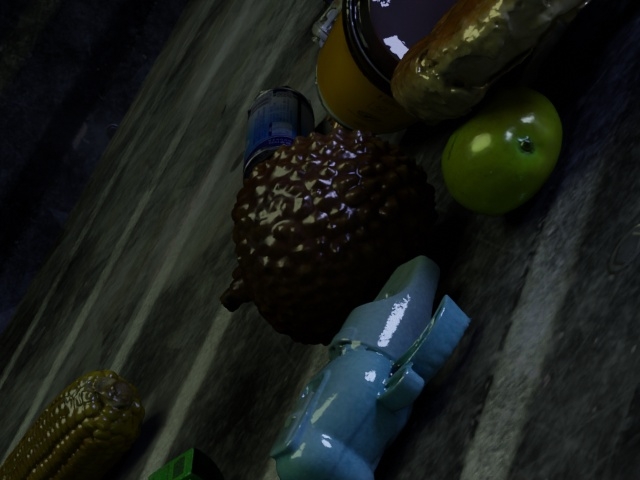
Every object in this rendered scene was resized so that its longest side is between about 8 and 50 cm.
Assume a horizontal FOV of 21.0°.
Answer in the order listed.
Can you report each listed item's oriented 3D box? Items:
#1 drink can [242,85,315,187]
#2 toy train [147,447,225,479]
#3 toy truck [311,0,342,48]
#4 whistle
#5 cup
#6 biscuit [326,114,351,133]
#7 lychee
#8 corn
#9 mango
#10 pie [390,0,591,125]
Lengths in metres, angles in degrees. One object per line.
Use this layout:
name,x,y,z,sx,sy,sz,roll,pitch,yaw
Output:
drink can,-0.053,-0.122,2.272,0.097,0.097,0.235,-50,16,18
toy train,-0.155,0.314,1.691,0.119,0.085,0.251,-34,25,17
toy truck,0.059,-0.292,2.134,0.177,0.161,0.213,-49,15,6
whistle,0.036,0.125,1.483,0.186,0.093,0.274,-34,22,54
cup,0.092,-0.211,1.866,0.196,0.196,0.280,-60,7,-17
biscuit,0.069,-0.197,2.188,0.250,0.035,0.162,-25,37,59
lychee,0.000,0.000,1.647,0.238,0.200,0.200,-30,22,15
corn,-0.338,0.286,2.237,0.363,0.120,0.120,-47,17,40
mango,0.162,-0.088,1.541,0.117,0.089,0.163,-51,14,26
pie,0.193,-0.227,1.570,0.339,0.083,0.339,-42,8,7
